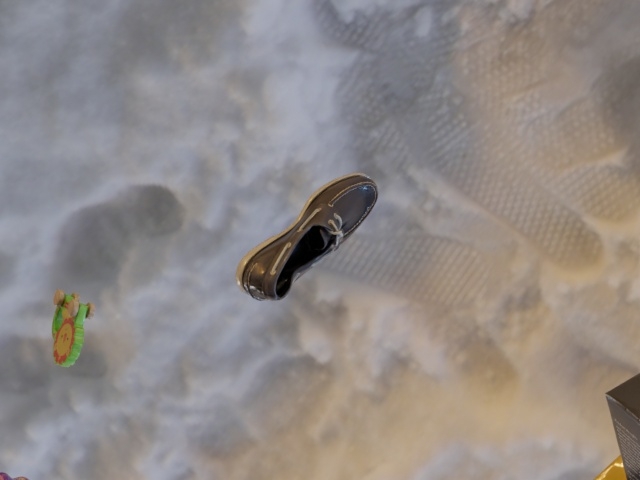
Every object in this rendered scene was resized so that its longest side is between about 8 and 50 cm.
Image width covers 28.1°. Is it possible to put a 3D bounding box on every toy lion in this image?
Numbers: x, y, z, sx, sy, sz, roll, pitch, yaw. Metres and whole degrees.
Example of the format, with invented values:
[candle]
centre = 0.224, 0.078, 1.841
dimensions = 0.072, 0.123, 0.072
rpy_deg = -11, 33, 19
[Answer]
[toy lion]
centre = -0.349, 0.124, 1.768
dimensions = 0.100, 0.034, 0.096
rpy_deg = 21, 94, 58

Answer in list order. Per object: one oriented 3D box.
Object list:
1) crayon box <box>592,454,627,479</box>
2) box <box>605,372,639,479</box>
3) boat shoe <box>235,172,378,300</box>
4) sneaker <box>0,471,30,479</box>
[crayon box]
centre = 0.445, 0.453, 1.652
dimensions = 0.323, 0.203, 0.083
rpy_deg = 46, 163, 20
[box]
centre = 0.433, 0.237, 1.458
dimensions = 0.108, 0.153, 0.207
rpy_deg = 43, 156, 58
[boat shoe]
centre = 0.000, 0.000, 1.433
dimensions = 0.065, 0.206, 0.075
rpy_deg = 22, 143, 49
[sneaker]
centre = -0.235, 0.240, 1.040
dimensions = 0.095, 0.236, 0.105
rpy_deg = -23, 67, 38
